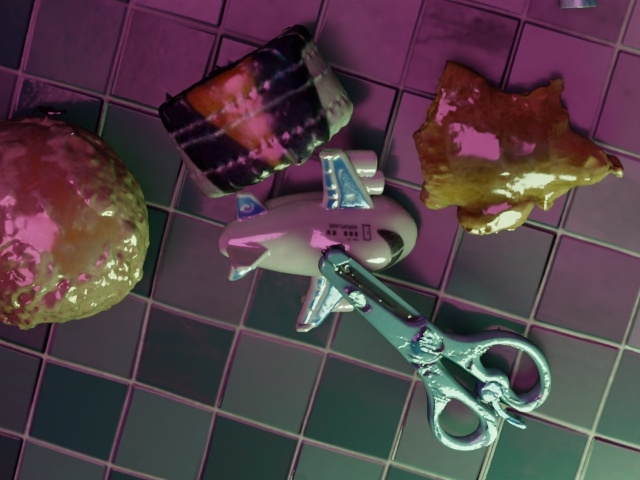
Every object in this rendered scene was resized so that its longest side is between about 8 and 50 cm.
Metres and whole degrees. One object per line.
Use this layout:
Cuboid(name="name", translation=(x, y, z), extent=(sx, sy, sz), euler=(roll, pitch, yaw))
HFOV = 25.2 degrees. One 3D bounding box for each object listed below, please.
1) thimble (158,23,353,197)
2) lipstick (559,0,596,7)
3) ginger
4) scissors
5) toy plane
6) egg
Cuboid(name="thimble", translation=(-0.076, -0.164, 1.785), extent=(0.237, 0.237, 0.150), euler=(-27, 101, 12))
Cuboid(name="lipstick", translation=(0.318, -0.368, 1.771), extent=(0.048, 0.048, 0.158), euler=(-1, 100, 8))
Cuboid(name="ginger", translation=(0.249, -0.105, 1.794), extent=(0.270, 0.123, 0.219), euler=(18, 100, 4))
Cuboid(name="scissors", translation=(0.141, 0.131, 1.827), extent=(0.180, 0.032, 0.393), euler=(-46, 115, 6))
Cuboid(name="toy plane", translation=(-0.001, -0.003, 1.822), extent=(0.267, 0.122, 0.267), euler=(-10, 125, -15))
Cuboid(name="egg", translation=(-0.359, -0.025, 1.830), extent=(0.310, 0.279, 0.279), euler=(30, 105, 30))
